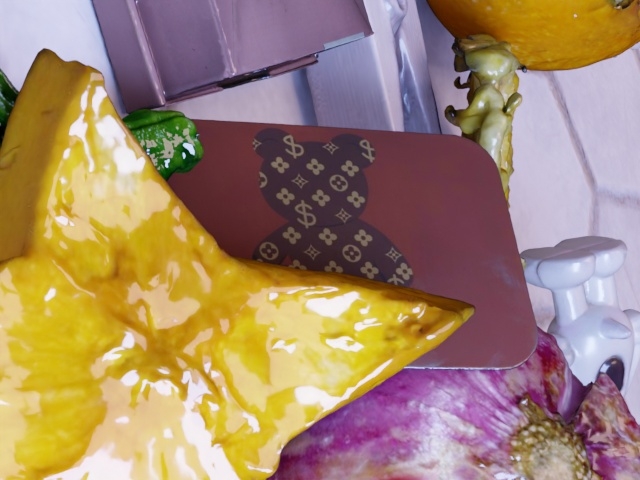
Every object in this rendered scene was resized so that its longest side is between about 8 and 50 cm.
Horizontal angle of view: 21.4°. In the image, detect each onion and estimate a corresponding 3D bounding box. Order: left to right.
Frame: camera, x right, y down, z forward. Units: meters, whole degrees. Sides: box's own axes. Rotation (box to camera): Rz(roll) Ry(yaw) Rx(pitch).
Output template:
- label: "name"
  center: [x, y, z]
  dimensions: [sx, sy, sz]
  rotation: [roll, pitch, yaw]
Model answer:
- label: "onion"
  center: [0.060, 0.166, 1.085]
  dimensions: [0.230, 0.272, 0.256]
  rotation: [47, 28, -1]

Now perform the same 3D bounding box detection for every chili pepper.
- label: "chili pepper"
  center: [-0.147, -0.061, 0.969]
  dimensions: [0.182, 0.050, 0.073]
  rotation: [20, 84, -45]

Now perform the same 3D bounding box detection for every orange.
- label: "orange"
  center: [0.194, -0.264, 1.425]
  dimensions: [0.246, 0.246, 0.246]
  rotation: [28, 56, -52]

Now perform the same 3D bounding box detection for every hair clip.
- label: "hair clip"
  center: [0.017, -0.205, 1.261]
  dimensions: [0.101, 0.085, 0.330]
  rotation: [-19, 97, -54]

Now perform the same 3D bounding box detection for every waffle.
- label: "waffle"
  center: [0.125, -0.050, 1.320]
  dimensions: [0.280, 0.060, 0.262]
  rotation: [85, 6, -56]

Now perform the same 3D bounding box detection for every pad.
- label: "pad"
  center: [0.000, 0.000, 1.043]
  dimensions: [0.267, 0.004, 0.181]
  rotation: [2, 57, -18]

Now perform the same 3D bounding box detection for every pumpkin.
- label: "pumpkin"
  center: [-0.089, 0.067, 0.901]
  dimensions: [0.290, 0.095, 0.258]
  rotation: [36, 64, -19]

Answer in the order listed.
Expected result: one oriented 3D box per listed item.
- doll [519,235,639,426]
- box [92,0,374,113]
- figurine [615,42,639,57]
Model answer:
- label: "doll"
  center: [0.195, 0.146, 1.346]
  dimensions: [0.208, 0.144, 0.271]
  rotation: [-31, 104, -19]
- label: "box"
  center: [-0.069, -0.209, 1.119]
  dimensions: [0.215, 0.086, 0.215]
  rotation: [-26, 102, -60]
- label: "figurine"
  center: [0.266, -0.263, 1.658]
  dimensions: [0.276, 0.133, 0.200]
  rotation: [22, 49, -60]
